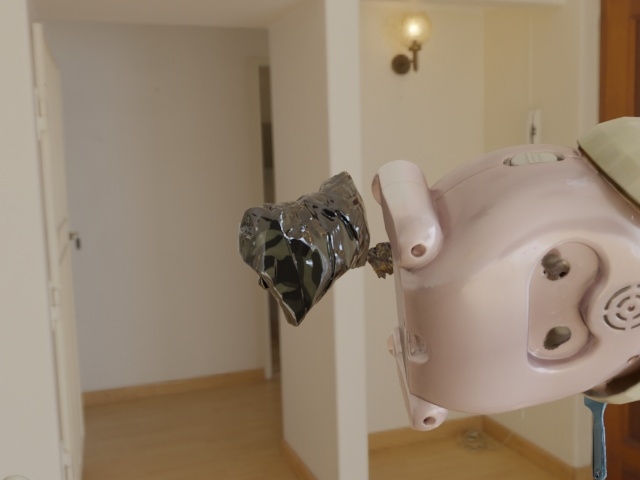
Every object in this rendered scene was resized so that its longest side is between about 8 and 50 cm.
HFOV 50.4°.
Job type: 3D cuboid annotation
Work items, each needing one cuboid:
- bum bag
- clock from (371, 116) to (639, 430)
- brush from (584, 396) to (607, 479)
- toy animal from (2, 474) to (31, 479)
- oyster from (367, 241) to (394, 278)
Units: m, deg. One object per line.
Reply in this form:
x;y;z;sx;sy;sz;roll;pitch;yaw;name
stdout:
0.000;0.000;0.865;0.095;0.144;0.340;-16;7;23;bum bag
0.235;0.044;0.736;0.326;0.342;0.184;-9;37;-2;clock
0.403;0.267;0.986;0.014;0.164;0.051;24;-35;-11;brush
-0.228;0.327;0.413;0.188;0.308;0.266;-34;-1;38;toy animal
0.141;0.030;1.370;0.029;0.086;0.132;0;-28;-36;oyster
